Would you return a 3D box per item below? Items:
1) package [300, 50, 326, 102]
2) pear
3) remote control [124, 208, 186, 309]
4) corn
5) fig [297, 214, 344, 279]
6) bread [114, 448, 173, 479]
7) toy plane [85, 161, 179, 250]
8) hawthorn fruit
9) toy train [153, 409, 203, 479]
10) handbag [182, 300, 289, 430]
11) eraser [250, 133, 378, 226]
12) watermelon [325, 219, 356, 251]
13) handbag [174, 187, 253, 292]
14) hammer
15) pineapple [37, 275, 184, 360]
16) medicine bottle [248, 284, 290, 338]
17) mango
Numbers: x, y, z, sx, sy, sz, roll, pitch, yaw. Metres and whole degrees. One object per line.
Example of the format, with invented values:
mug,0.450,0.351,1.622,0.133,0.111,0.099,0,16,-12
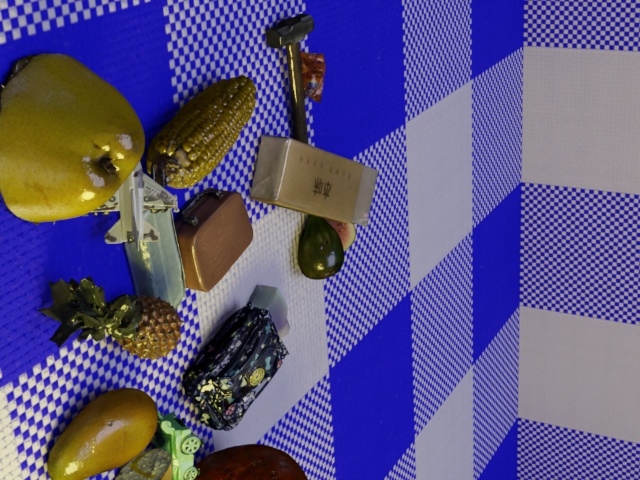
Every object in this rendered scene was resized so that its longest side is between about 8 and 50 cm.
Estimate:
package,-0.019,-0.359,2.255,0.077,0.033,0.111,3,92,-28
pear,-0.348,-0.144,1.547,0.267,0.178,0.267,9,90,-67
remote control,-0.292,0.025,1.831,0.104,0.052,0.247,-43,136,-44
corn,-0.208,-0.196,1.856,0.322,0.119,0.119,-53,141,-42
fig,0.000,0.000,2.336,0.117,0.117,0.178,10,79,-63
bread,-0.317,0.450,1.866,0.094,0.083,0.157,40,71,-59
toy plane,-0.316,-0.094,1.709,0.160,0.082,0.234,-3,83,-19
hawthorn fruit,-0.137,0.548,2.011,0.316,0.316,0.316,-27,121,-58
toy train,-0.276,0.388,1.933,0.081,0.099,0.149,-5,109,-33
handbag,-0.168,0.251,2.068,0.260,0.113,0.162,-51,134,-33
eraser,-0.006,-0.124,2.239,0.343,0.078,0.144,12,89,-51
watermelon,0.033,-0.041,2.444,0.163,0.087,0.069,70,1,-46
handbag,-0.211,-0.007,1.956,0.193,0.072,0.151,-52,141,-40
hammer,-0.049,-0.295,2.206,0.111,0.043,0.365,-35,132,-40
pineapple,-0.333,0.131,1.693,0.277,0.130,0.119,24,81,-61
medicine bottle,-0.107,0.158,2.214,0.074,0.055,0.118,-65,147,-30
mango,-0.363,0.328,1.739,0.227,0.099,0.136,-31,132,-46
